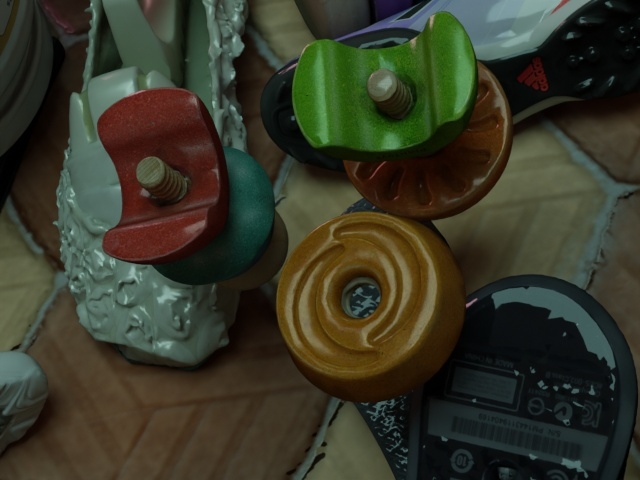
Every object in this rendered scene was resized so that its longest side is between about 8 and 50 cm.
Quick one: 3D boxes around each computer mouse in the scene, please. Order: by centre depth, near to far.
[{"bbox_3d":[0.092,0.153,0.798,0.188,0.072,0.272,16,86,20],"label":"computer mouse"}]

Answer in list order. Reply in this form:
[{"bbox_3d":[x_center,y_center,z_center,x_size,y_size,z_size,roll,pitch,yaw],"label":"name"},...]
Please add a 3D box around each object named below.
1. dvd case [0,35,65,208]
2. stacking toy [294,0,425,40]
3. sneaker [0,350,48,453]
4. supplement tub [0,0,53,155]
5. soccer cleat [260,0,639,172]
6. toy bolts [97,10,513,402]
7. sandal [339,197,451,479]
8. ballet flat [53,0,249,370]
[{"bbox_3d":[-0.314,-0.056,1.112,0.180,0.022,0.253,5,58,19],"label":"dvd case"},{"bbox_3d":[0.132,-0.255,1.063,0.330,0.141,0.141,-22,54,-7],"label":"stacking toy"},{"bbox_3d":[-0.291,0.099,0.964,0.232,0.090,0.115,-15,51,5],"label":"sneaker"},{"bbox_3d":[-0.331,-0.183,0.978,0.228,0.316,0.228,-6,65,14],"label":"supplement tub"},{"bbox_3d":[0.113,-0.134,1.008,0.318,0.109,0.116,-17,34,6],"label":"soccer cleat"},{"bbox_3d":[0.000,0.000,0.845,0.228,0.158,0.218,-7,70,19],"label":"toy bolts"},{"bbox_3d":[0.060,0.088,0.900,0.097,0.054,0.255,-23,63,9],"label":"sandal"},{"bbox_3d":[-0.126,-0.109,1.028,0.147,0.147,0.409,-9,56,10],"label":"ballet flat"}]
